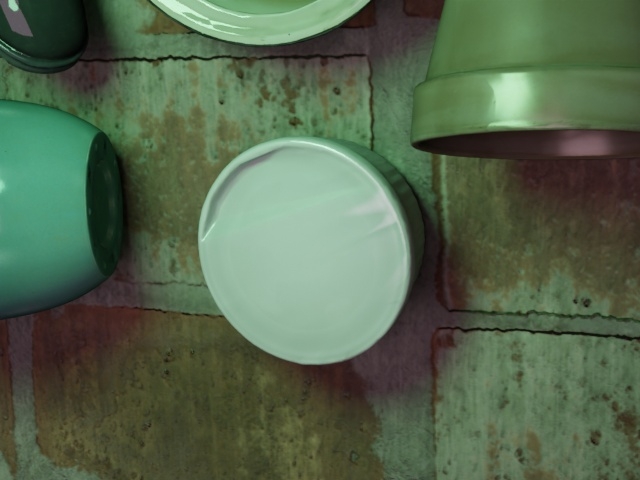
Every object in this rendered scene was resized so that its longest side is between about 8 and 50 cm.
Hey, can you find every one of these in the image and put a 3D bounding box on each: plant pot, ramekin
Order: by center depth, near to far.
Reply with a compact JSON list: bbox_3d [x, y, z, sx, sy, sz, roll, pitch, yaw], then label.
[{"bbox_3d":[0.258,-0.234,1.682,0.323,0.323,0.280,1,88,22],"label":"plant pot"},{"bbox_3d":[0.000,0.000,1.922,0.273,0.127,0.273,6,107,21],"label":"ramekin"},{"bbox_3d":[-0.375,-0.040,1.987,0.235,0.293,0.293,-2,104,6],"label":"plant pot"}]

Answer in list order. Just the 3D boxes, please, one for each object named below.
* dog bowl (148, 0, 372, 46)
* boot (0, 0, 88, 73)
[{"bbox_3d":[-0.052,-0.430,1.814,0.408,0.150,0.408,6,107,20],"label":"dog bowl"},{"bbox_3d":[-0.316,-0.433,1.778,0.367,0.146,0.445,62,149,9],"label":"boot"}]
